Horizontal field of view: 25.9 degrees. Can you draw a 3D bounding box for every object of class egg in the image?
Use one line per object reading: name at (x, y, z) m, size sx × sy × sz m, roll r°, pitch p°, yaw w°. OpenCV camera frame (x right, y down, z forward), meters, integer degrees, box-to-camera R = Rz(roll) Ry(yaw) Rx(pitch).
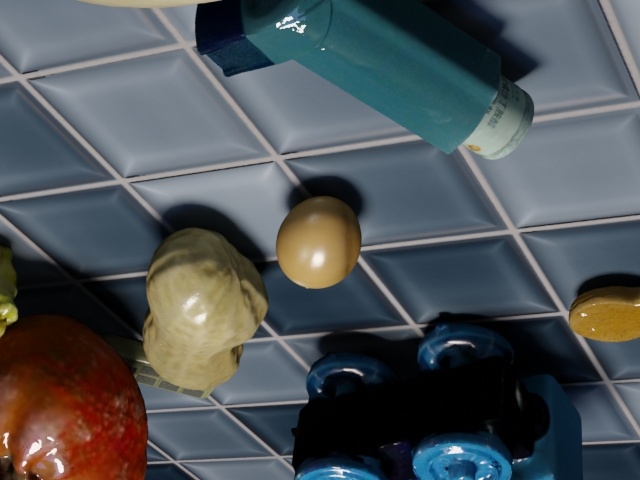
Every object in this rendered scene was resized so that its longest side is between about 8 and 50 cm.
egg at (0.000, 0.000, 1.287) m, size 0.080 × 0.080 × 0.096 m, roll 14°, pitch 154°, yaw -8°

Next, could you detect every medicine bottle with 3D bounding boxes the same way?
medicine bottle at (0.040, -0.136, 1.042) m, size 0.258 × 0.079 × 0.124 m, roll 26°, pitch 143°, yaw -29°

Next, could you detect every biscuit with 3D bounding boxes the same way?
biscuit at (0.360, 0.064, 1.347) m, size 0.240 × 0.035 × 0.158 m, roll -3°, pitch 146°, yaw 18°

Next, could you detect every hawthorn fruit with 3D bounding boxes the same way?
hawthorn fruit at (-0.318, 0.215, 1.513) m, size 0.284 × 0.284 × 0.284 m, roll 7°, pitch 150°, yaw 4°

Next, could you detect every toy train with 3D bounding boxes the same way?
toy train at (0.119, 0.239, 1.525) m, size 0.300 × 0.188 × 0.265 m, roll -17°, pitch 134°, yaw 25°

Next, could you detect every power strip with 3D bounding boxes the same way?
power strip at (-0.205, 0.150, 1.657) m, size 0.169 × 0.028 × 0.076 m, roll 16°, pitch 151°, yaw -12°

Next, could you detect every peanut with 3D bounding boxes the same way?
peanut at (-0.120, 0.076, 1.433) m, size 0.125 × 0.111 × 0.274 m, roll -3°, pitch 155°, yaw -10°

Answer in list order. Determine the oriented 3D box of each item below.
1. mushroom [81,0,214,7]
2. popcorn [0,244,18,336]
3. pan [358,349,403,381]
mushroom at (-0.064, -0.295, 0.625) m, size 0.325 × 0.353 × 0.353 m, roll 22°, pitch 155°, yaw 19°
popcorn at (-0.377, 0.055, 1.424) m, size 0.125 × 0.145 × 0.126 m, roll -25°, pitch 144°, yaw 36°
pan at (0.106, 0.186, 1.626) m, size 0.115 × 0.040 × 0.212 m, roll -16°, pitch 143°, yaw 28°
